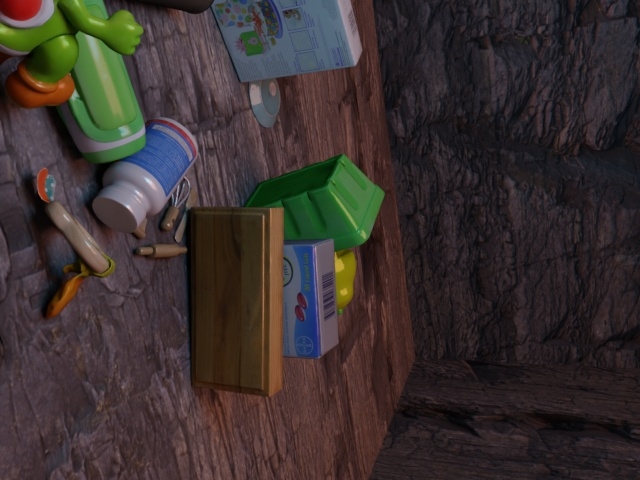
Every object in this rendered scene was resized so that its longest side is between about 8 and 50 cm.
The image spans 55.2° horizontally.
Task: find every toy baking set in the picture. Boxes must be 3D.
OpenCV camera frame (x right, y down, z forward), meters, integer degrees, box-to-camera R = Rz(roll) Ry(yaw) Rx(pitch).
[{"bbox_3d":[-0.326,-0.058,1.308,0.256,0.030,0.197,12,78,-68],"label":"toy baking set"}]

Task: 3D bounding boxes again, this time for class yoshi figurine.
[{"bbox_3d":[-0.340,-0.361,0.832,0.203,0.362,0.203,11,52,-38],"label":"yoshi figurine"}]

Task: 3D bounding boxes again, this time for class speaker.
[{"bbox_3d":[-0.394,-0.287,1.029,0.131,0.131,0.297,-57,140,-55],"label":"speaker"}]

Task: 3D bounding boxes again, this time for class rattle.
[{"bbox_3d":[-0.447,0.001,1.008,0.200,0.142,0.130,56,3,-29],"label":"rattle"}]

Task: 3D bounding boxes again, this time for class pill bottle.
[{"bbox_3d":[-0.333,-0.124,1.163,0.124,0.124,0.222,69,33,-40],"label":"pill bottle"}]

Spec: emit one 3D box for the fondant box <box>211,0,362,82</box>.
[{"bbox_3d":[-0.084,-0.542,1.538,0.096,0.330,0.238,-71,150,-44],"label":"fondant box"}]

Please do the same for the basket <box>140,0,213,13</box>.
[{"bbox_3d":[-0.322,-0.549,1.198,0.227,0.154,0.205,-41,130,-58],"label":"basket"}]

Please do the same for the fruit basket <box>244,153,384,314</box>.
[{"bbox_3d":[0.000,0.000,1.666,0.283,0.391,0.392,-65,146,-48],"label":"fruit basket"}]

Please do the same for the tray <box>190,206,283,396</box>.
[{"bbox_3d":[-0.190,0.130,1.376,0.076,0.202,0.411,-7,98,-68],"label":"tray"}]

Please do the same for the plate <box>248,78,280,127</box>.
[{"bbox_3d":[-0.153,-0.421,1.768,0.188,0.024,0.188,-2,90,-67],"label":"plate"}]

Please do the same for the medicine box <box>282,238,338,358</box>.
[{"bbox_3d":[-0.116,0.134,1.473,0.149,0.289,0.264,-16,103,-70],"label":"medicine box"}]
